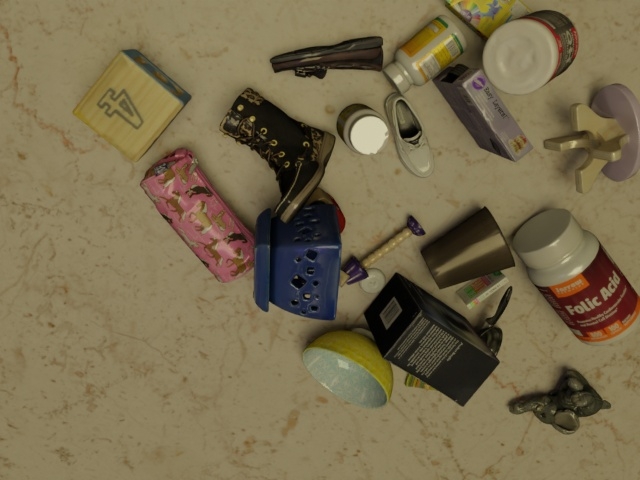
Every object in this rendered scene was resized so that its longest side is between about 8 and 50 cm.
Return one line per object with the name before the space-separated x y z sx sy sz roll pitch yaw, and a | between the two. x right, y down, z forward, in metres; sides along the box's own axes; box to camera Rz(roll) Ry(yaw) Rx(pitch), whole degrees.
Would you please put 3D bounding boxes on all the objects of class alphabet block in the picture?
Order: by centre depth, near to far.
alphabet block | -0.469 -0.345 1.560 0.193 0.192 0.197 40 101 -15

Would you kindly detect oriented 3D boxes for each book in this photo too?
book | 0.493 0.144 1.874 0.144 0.096 0.035 -38 108 6

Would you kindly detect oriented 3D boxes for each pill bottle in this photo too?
pill bottle | 0.544 -0.482 1.551 0.176 0.319 0.176 17 122 29
pill bottle | 0.112 -0.292 1.628 0.119 0.208 0.119 -2 109 -5
pill bottle | 0.271 -0.484 1.629 0.208 0.117 0.117 -39 108 7
pill bottle | 0.757 0.107 1.823 0.224 0.224 0.392 -41 108 8

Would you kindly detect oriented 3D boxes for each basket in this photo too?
basket | 0.422 0.037 1.807 0.227 0.154 0.204 -26 108 7

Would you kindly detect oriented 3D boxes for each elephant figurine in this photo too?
elephant figurine | 0.786 0.549 2.031 0.239 0.186 0.169 -48 150 21

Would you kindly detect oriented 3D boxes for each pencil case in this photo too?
pencil case | -0.319 -0.062 1.690 0.160 0.167 0.386 -45 111 -25

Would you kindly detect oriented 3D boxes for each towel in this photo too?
towel | 0.399 0.448 2.007 0.237 0.021 0.102 11 108 -10

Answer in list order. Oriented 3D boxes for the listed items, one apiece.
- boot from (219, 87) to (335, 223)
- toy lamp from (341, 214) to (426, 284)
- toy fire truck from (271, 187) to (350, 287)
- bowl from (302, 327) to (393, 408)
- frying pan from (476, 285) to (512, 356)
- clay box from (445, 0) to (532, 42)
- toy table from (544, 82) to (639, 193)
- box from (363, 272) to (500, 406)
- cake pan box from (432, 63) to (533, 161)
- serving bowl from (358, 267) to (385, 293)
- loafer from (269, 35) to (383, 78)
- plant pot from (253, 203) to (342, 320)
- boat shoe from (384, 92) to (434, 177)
boot | -0.125 -0.226 1.562 0.284 0.377 0.138 32 132 -10
toy lamp | 0.178 0.033 1.817 0.275 0.080 0.080 -36 108 4
toy fire truck | 0.000 0.000 1.763 0.217 0.158 0.246 -43 127 14
bowl | 0.106 0.357 1.857 0.289 0.290 0.156 47 56 -18
frying pan | 0.496 0.298 1.895 0.197 0.053 0.326 -28 131 -30
clay box | 0.434 -0.625 1.634 0.222 0.053 0.127 36 102 -15
toy table | 0.768 -0.276 1.705 0.161 0.252 0.274 -21 102 -17
box | 0.315 0.278 1.797 0.294 0.296 0.182 34 101 -16
cake pan box | 0.419 -0.342 1.627 0.070 0.245 0.267 -40 107 4
serving bowl | 0.158 0.126 1.869 0.084 0.027 0.083 -2 108 -5
loafer | 0.023 -0.465 1.619 0.303 0.109 0.095 -13 113 -5
plant pot | -0.065 0.049 1.584 0.212 0.236 0.235 2 119 -4
boat shoe | 0.249 -0.283 1.711 0.095 0.084 0.258 -30 109 4
